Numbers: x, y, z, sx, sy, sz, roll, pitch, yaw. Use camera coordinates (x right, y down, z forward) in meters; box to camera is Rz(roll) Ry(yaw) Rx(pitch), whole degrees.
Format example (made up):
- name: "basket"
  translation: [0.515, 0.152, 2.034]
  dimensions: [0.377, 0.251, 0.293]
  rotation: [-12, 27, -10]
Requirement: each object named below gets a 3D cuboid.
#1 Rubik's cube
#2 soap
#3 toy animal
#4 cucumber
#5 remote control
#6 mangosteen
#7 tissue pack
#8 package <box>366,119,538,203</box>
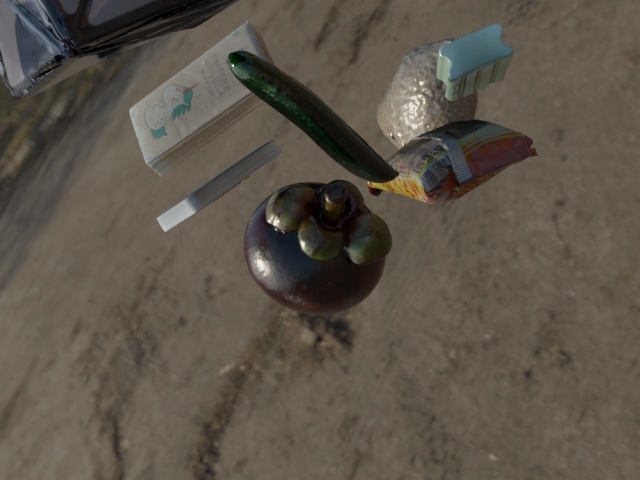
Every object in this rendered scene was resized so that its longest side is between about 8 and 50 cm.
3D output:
- name: "Rubik's cube"
  translation: [-0.270, -0.369, 1.281]
  dimensions: [0.307, 0.310, 0.305]
  rotation: [-30, 8, -25]
- name: "soap"
  translation: [0.271, -0.313, 1.932]
  dimensions: [0.119, 0.067, 0.198]
  rotation: [-22, -6, 3]
- name: "toy animal"
  translation: [0.250, -0.303, 2.401]
  dimensions: [0.226, 0.188, 0.358]
  rotation: [63, 155, 20]
- name: "cucumber"
  translation: [-0.006, -0.156, 1.411]
  dimensions: [0.056, 0.284, 0.056]
  rotation: [-43, 24, 25]
- name: "remote control"
  translation: [-0.163, -0.092, 1.776]
  dimensions: [0.103, 0.034, 0.250]
  rotation: [-28, 9, 40]
- name: "mangosteen"
  translation: [0.000, 0.000, 1.341]
  dimensions: [0.200, 0.200, 0.200]
  rotation: [-47, 25, 30]
- name: "tissue pack"
  translation: [-0.236, -0.289, 2.221]
  dimensions: [0.325, 0.071, 0.170]
  rotation: [-34, 55, 13]
- name: "package"
  translation: [0.215, -0.141, 1.835]
  dimensions: [0.223, 0.108, 0.288]
  rotation: [-27, 19, -15]
